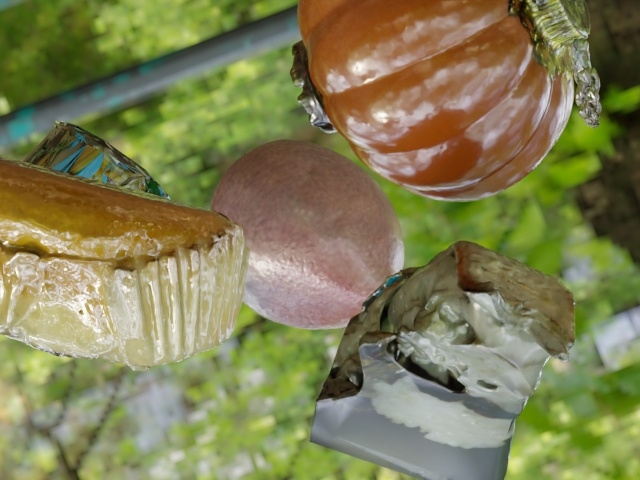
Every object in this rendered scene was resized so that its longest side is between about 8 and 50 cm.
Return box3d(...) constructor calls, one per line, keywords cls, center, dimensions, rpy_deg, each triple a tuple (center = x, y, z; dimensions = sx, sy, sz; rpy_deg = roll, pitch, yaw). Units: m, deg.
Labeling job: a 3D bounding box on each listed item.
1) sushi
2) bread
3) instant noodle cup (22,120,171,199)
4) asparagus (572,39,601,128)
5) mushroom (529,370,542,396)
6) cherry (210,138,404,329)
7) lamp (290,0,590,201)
box3d(cls="sushi", center=(0.085, 0.054, 1.232), dimensions=(0.134, 0.109, 0.273), rpy_deg=(19, 149, 2))
box3d(cls="bread", center=(-0.264, 0.002, 1.922), dimensions=(0.389, 0.183, 0.236), rpy_deg=(9, -164, 0))
box3d(cls="instant noodle cup", center=(-0.297, -0.019, 2.352), dimensions=(0.178, 0.240, 0.240), rpy_deg=(-55, -175, -14))
box3d(cls="asparagus", center=(0.176, -0.187, 1.472), dimensions=(0.025, 0.248, 0.024), rpy_deg=(-9, -143, 23))
box3d(cls="mushroom", center=(0.135, 0.106, 1.725), dimensions=(0.127, 0.087, 0.127), rpy_deg=(-4, -160, 2))
box3d(cls="cherry", center=(-0.003, -0.006, 2.268), dimensions=(0.239, 0.239, 0.206), rpy_deg=(-24, -151, 38))
box3d(cls="lamp", center=(0.077, -0.134, 1.295), dimensions=(0.196, 0.223, 0.223), rpy_deg=(-22, 177, 24))
